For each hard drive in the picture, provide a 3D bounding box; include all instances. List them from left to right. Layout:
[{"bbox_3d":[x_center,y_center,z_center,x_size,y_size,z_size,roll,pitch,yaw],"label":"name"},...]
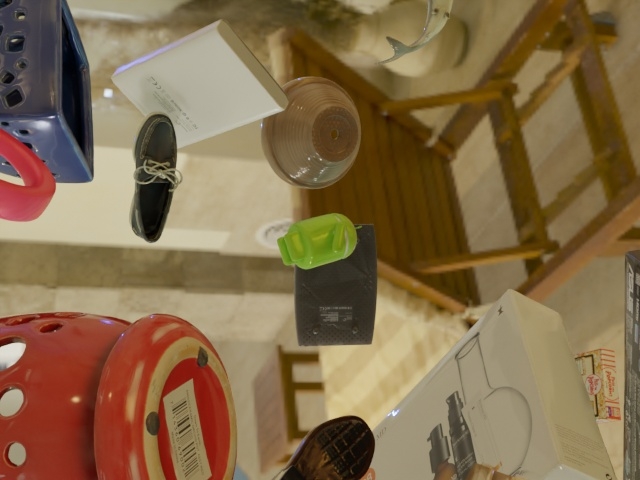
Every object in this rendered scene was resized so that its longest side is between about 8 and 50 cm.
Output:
[{"bbox_3d":[-0.235,-0.291,1.829,0.308,0.203,0.040,-13,40,40],"label":"hard drive"},{"bbox_3d":[0.029,0.089,1.965,0.054,0.172,0.254,-122,32,-78],"label":"hard drive"}]

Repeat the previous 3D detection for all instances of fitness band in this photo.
[{"bbox_3d":[-0.462,-0.112,1.163,0.054,0.291,0.209,-55,41,13],"label":"fitness band"}]

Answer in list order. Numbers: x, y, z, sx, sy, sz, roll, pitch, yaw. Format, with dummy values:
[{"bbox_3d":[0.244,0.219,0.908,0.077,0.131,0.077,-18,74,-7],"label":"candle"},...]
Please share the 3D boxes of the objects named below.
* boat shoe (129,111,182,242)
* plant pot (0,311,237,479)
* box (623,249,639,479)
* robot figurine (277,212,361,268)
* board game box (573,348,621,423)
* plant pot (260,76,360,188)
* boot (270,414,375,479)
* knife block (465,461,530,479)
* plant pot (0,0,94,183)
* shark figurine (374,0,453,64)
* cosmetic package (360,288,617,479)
[{"bbox_3d":[-0.322,-0.120,1.854,0.079,0.095,0.254,38,117,56],"label":"boat shoe"},{"bbox_3d":[-0.164,0.143,0.699,0.191,0.174,0.191,-7,-90,-71],"label":"plant pot"},{"bbox_3d":[0.477,0.237,1.185,0.318,0.097,0.394,-105,10,-73],"label":"box"},{"bbox_3d":[0.000,0.000,1.315,0.101,0.115,0.067,-31,77,59],"label":"robot figurine"},{"bbox_3d":[0.539,0.319,2.023,0.193,0.045,0.146,-25,59,52],"label":"board game box"},{"bbox_3d":[0.003,-0.223,1.996,0.110,0.237,0.237,13,100,56],"label":"plant pot"},{"bbox_3d":[-0.023,0.275,1.097,0.106,0.219,0.082,-38,84,34],"label":"boot"},{"bbox_3d":[0.140,0.319,0.798,0.242,0.088,0.275,-64,-4,-8],"label":"knife block"},{"bbox_3d":[-0.470,-0.222,1.438,0.236,0.212,0.235,93,169,-68],"label":"plant pot"},{"bbox_3d":[0.223,-0.480,1.990,0.116,0.166,0.278,-170,97,-75],"label":"shark figurine"},{"bbox_3d":[0.176,0.287,1.185,0.377,0.097,0.284,-52,21,29],"label":"cosmetic package"}]
